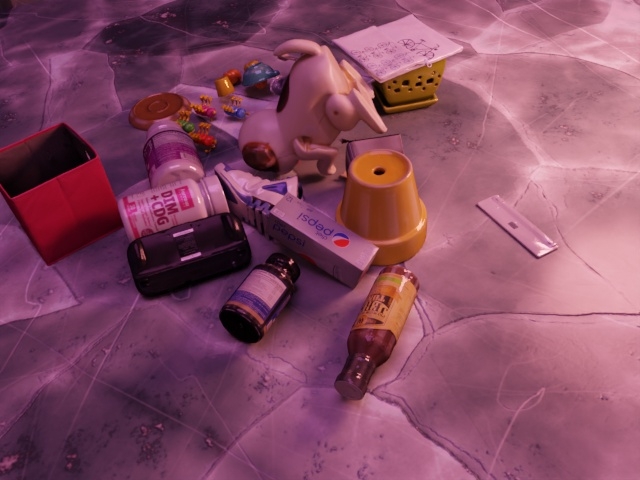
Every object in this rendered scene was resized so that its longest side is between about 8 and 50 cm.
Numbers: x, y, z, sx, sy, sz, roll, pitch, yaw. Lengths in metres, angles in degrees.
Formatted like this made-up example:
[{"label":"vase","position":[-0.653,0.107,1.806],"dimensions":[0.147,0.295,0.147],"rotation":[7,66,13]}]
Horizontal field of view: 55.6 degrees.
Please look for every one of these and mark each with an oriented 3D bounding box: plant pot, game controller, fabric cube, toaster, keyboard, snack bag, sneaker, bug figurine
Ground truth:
[{"label":"plant pot","position":[-0.595,-0.484,2.242],"dimensions":[0.236,0.032,0.236],"rotation":[-4,44,4]},{"label":"game controller","position":[-0.352,0.033,1.633],"dimensions":[0.319,0.067,0.166],"rotation":[-18,71,-12]},{"label":"plant pot","position":[0.160,-0.102,1.621],"dimensions":[0.254,0.239,0.254],"rotation":[-4,45,4]},{"label":"plant pot","position":[0.290,-0.578,2.109],"dimensions":[0.228,0.207,0.227],"rotation":[-11,45,-5]},{"label":"fabric cube","position":[-0.760,-0.138,1.751],"dimensions":[0.259,0.258,0.254],"rotation":[-33,49,-24]},{"label":"toaster","position":[0.154,-0.213,1.764],"dimensions":[0.185,0.168,0.110],"rotation":[-9,53,-4]},{"label":"keyboard","position":[0.541,-0.044,1.681],"dimensions":[0.072,0.014,0.256],"rotation":[-27,48,-13]},{"label":"snack bag","position":[0.256,-0.648,2.013],"dimensions":[0.342,0.037,0.323],"rotation":[-23,46,-16]},{"label":"sneaker","position":[-0.155,-0.130,1.781],"dimensions":[0.182,0.127,0.315],"rotation":[-34,58,-30]},{"label":"bug figurine","position":[-0.393,-0.416,2.119],"dimensions":[0.216,0.072,0.279],"rotation":[21,49,22]}]

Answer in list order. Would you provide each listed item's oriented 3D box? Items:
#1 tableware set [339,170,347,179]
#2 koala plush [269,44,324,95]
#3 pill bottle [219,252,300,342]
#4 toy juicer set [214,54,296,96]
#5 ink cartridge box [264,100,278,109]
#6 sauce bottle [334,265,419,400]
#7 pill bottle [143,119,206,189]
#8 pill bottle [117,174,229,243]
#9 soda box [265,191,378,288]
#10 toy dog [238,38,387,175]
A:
[{"label":"tableware set","position":[0.151,-0.206,1.882],"dimensions":[0.141,0.020,0.168],"rotation":[31,55,32]},{"label":"koala plush","position":[-0.056,-0.556,2.125],"dimensions":[0.196,0.203,0.221],"rotation":[28,52,31]},{"label":"pill bottle","position":[-0.142,0.135,1.498],"dimensions":[0.122,0.123,0.219],"rotation":[18,49,23]},{"label":"toy juicer set","position":[-0.228,-0.628,2.293],"dimensions":[0.329,0.089,0.209],"rotation":[-16,26,11]},{"label":"ink cartridge box","position":[-0.160,-0.392,2.075],"dimensions":[0.109,0.062,0.209],"rotation":[13,48,18]},{"label":"sauce bottle","position":[0.131,0.207,1.401],"dimensions":[0.111,0.111,0.344],"rotation":[13,47,19]},{"label":"pill bottle","position":[-0.459,-0.245,1.886],"dimensions":[0.169,0.169,0.301],"rotation":[-17,45,-11]},{"label":"pill bottle","position":[-0.412,-0.083,1.722],"dimensions":[0.283,0.160,0.160],"rotation":[-19,46,-13]},{"label":"soda box","position":[0.000,0.000,1.577],"dimensions":[0.286,0.098,0.091],"rotation":[32,54,8]},{"label":"toy dog","position":[-0.064,-0.354,1.820],"dimensions":[0.408,0.395,0.285],"rotation":[-36,47,21]}]
